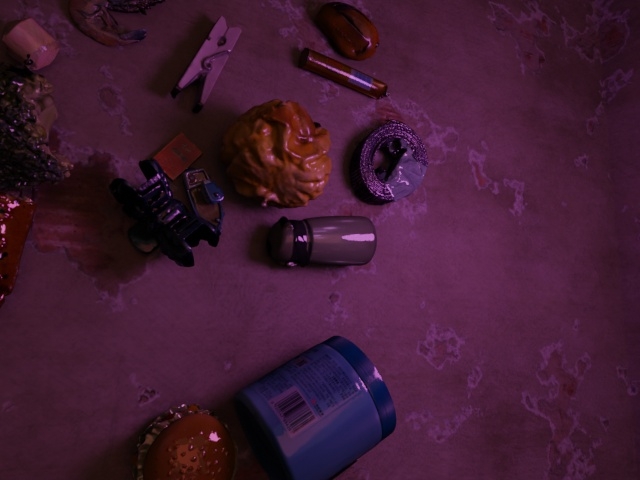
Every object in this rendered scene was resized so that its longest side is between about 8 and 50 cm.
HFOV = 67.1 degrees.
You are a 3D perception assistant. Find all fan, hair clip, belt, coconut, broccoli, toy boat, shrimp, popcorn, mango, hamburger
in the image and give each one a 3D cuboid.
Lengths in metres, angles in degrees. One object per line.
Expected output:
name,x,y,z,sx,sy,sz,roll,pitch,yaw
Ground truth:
fan,-0.001,0.699,1.374,0.182,0.310,0.010,-15,63,-41
hair clip,-0.427,-0.067,1.332,0.310,0.206,0.194,50,59,-6
belt,0.248,-0.276,1.753,0.260,0.122,0.324,41,67,-10
coconut,-0.778,-0.526,1.279,0.122,0.116,0.116,41,66,-15
broccoli,-0.748,-0.298,1.183,0.348,0.293,0.280,41,25,-24
toy boat,-0.340,-0.124,1.436,0.088,0.102,0.215,-22,95,-30
shrimp,-0.582,-0.668,1.431,0.289,0.075,0.178,-15,96,-29
popcorn,-0.124,-0.278,1.488,0.349,0.349,0.381,31,44,-19
hair clip,-0.352,-0.559,1.516,0.101,0.085,0.330,30,68,-21
mango,0.098,-0.759,1.747,0.249,0.151,0.156,31,110,-11
hamburger,-0.345,0.574,1.257,0.275,0.212,0.274,5,79,-26

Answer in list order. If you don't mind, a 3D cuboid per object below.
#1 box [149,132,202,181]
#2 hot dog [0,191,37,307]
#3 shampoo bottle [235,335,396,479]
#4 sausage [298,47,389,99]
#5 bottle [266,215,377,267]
box,-0.435,-0.252,1.459,0.090,0.023,0.133,47,65,-15
hot dog,-0.889,0.031,1.094,0.368,0.196,0.365,12,79,-23
shampoo bottle,-0.022,0.493,1.368,0.343,0.331,0.331,-24,93,-27
sausage,0.101,-0.597,1.756,0.372,0.082,0.082,14,75,-25
bottle,-0.001,0.002,1.560,0.347,0.168,0.168,0,82,-22
